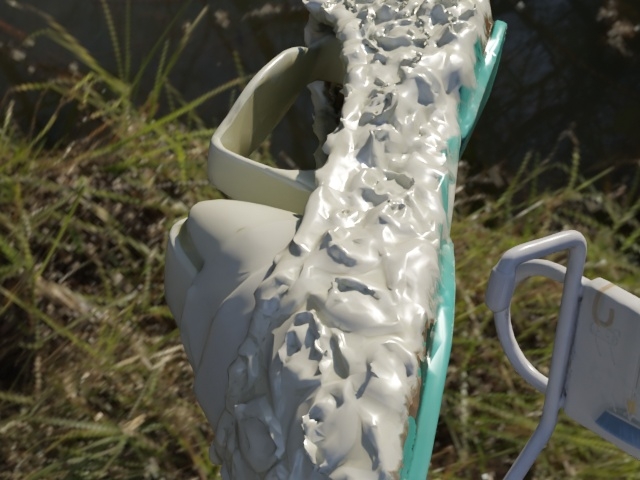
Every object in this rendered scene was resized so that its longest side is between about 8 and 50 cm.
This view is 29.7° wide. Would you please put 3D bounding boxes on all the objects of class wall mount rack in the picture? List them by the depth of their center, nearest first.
[{"bbox_3d":[0.206,0.171,0.841,0.130,0.350,0.304,-17,123,-35],"label":"wall mount rack"}]

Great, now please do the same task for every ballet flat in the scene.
[{"bbox_3d":[0.000,0.000,0.573,0.147,0.147,0.409,34,37,-12],"label":"ballet flat"}]
